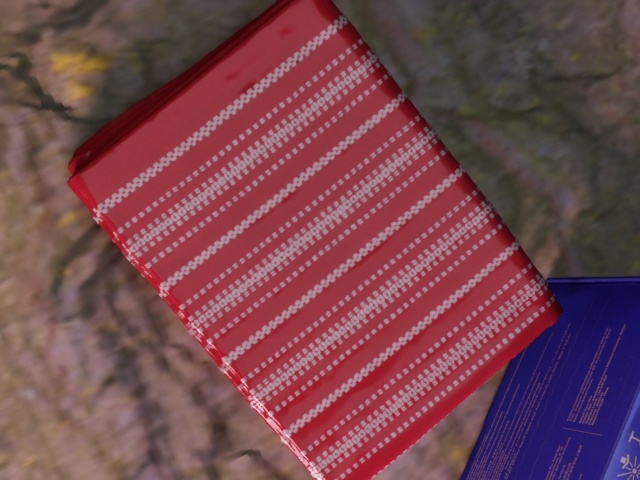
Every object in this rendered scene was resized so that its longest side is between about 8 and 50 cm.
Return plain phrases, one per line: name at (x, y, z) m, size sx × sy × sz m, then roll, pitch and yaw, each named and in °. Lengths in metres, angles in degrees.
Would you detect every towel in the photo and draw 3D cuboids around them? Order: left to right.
towel at (0.000, 0.000, 0.858) m, size 0.199 × 0.031 × 0.275 m, roll -39°, pitch 101°, yaw -6°

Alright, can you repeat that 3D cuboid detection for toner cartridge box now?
toner cartridge box at (0.139, 0.192, 0.843) m, size 0.075 × 0.165 × 0.347 m, roll 28°, pitch 79°, yaw -16°
